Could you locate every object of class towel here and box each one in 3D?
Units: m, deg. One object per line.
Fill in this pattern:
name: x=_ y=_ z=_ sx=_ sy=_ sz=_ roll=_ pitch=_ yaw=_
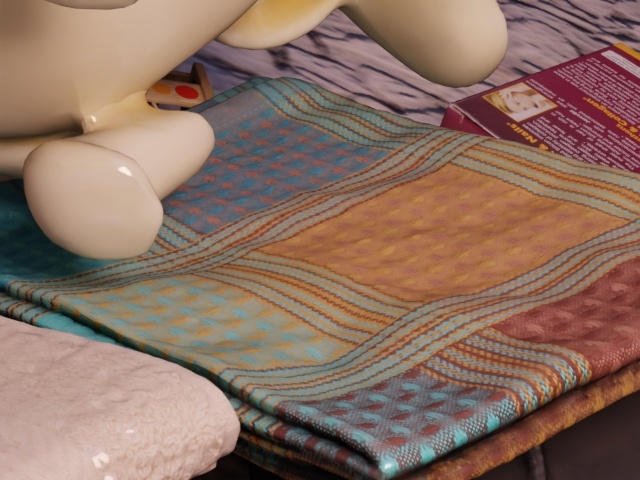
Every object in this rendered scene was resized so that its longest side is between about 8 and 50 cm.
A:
towel: x=0.000 y=0.000 z=0.736 sx=0.271 sy=0.040 sz=0.370 roll=-23 pitch=26 yaw=-35
towel: x=-0.191 y=0.076 z=0.596 sx=0.282 sy=0.049 sz=0.187 roll=11 pitch=28 yaw=38

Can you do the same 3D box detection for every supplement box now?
supplement box: x=0.155 y=-0.043 z=1.002 sx=0.104 sy=0.081 sz=0.188 roll=38 pitch=37 yaw=26

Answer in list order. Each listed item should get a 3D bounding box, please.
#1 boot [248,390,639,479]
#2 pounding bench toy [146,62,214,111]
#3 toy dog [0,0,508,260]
boot: x=-0.010 y=0.140 z=0.596 sx=0.367 sy=0.146 sz=0.445 roll=11 pitch=33 yaw=-6
pounding bench toy: x=-0.095 y=-0.077 z=0.953 sx=0.065 sy=0.052 sz=0.083 roll=6 pitch=35 yaw=-20
toy dog: x=-0.158 y=-0.173 z=0.735 sx=0.408 sy=0.284 sz=0.395 roll=-29 pitch=62 yaw=-26
